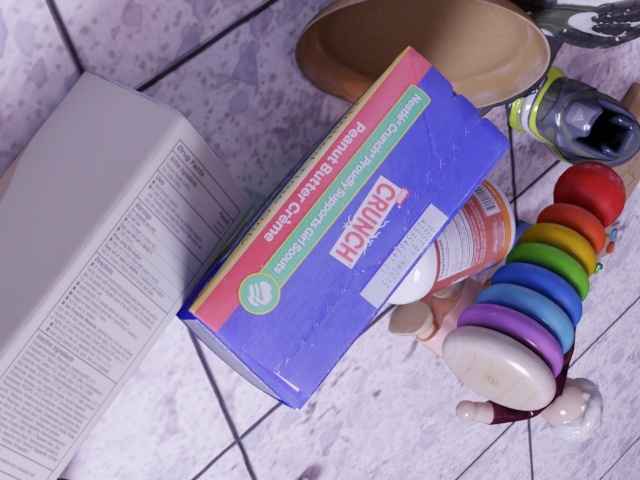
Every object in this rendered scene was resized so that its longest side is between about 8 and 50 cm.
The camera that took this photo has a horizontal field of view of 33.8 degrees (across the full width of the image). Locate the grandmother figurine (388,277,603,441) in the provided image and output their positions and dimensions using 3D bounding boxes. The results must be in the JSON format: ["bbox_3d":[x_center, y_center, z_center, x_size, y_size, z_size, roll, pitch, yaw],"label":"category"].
[{"bbox_3d":[0.258,0.157,1.389,0.342,0.104,0.208,39,98,-26],"label":"grandmother figurine"}]

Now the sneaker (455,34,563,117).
[{"bbox_3d":[0.199,-0.192,1.172,0.286,0.109,0.130,-43,148,-15],"label":"sneaker"}]

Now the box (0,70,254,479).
[{"bbox_3d":[-0.206,0.037,0.834,0.311,0.121,0.148,-55,146,-14],"label":"box"}]

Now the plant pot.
[{"bbox_3d":[0.094,-0.182,0.987,0.236,0.236,0.032,29,58,-54],"label":"plant pot"}]

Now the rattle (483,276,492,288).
[{"bbox_3d":[0.265,0.143,1.557,0.130,0.142,0.200,-30,165,17],"label":"rattle"}]

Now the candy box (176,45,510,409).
[{"bbox_3d":[0.000,0.000,0.929,0.268,0.122,0.317,-50,-174,-10],"label":"candy box"}]

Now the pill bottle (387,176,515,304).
[{"bbox_3d":[0.112,0.002,1.198,0.216,0.121,0.121,-20,130,-38],"label":"pill bottle"}]

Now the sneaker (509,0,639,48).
[{"bbox_3d":[0.247,-0.300,1.040,0.410,0.158,0.182,-3,82,-30],"label":"sneaker"}]

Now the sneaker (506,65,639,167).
[{"bbox_3d":[0.356,-0.139,1.367,0.300,0.121,0.111,8,110,-51],"label":"sneaker"}]

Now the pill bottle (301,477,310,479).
[{"bbox_3d":[-0.032,0.351,1.363,0.083,0.043,0.043,-47,143,-13],"label":"pill bottle"}]

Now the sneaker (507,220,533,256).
[{"bbox_3d":[0.303,0.009,1.472,0.144,0.059,0.053,4,116,-49],"label":"sneaker"}]

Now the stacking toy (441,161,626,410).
[{"bbox_3d":[0.278,0.034,1.276,0.330,0.141,0.141,-57,146,-23],"label":"stacking toy"}]

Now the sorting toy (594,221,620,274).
[{"bbox_3d":[0.457,0.015,1.690,0.062,0.012,0.083,-26,133,-35],"label":"sorting toy"}]

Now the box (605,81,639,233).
[{"bbox_3d":[0.448,-0.118,1.574,0.164,0.021,0.201,25,97,-53],"label":"box"}]

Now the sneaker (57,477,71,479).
[{"bbox_3d":[-0.325,0.341,0.977,0.276,0.098,0.135,-30,134,-33],"label":"sneaker"}]
